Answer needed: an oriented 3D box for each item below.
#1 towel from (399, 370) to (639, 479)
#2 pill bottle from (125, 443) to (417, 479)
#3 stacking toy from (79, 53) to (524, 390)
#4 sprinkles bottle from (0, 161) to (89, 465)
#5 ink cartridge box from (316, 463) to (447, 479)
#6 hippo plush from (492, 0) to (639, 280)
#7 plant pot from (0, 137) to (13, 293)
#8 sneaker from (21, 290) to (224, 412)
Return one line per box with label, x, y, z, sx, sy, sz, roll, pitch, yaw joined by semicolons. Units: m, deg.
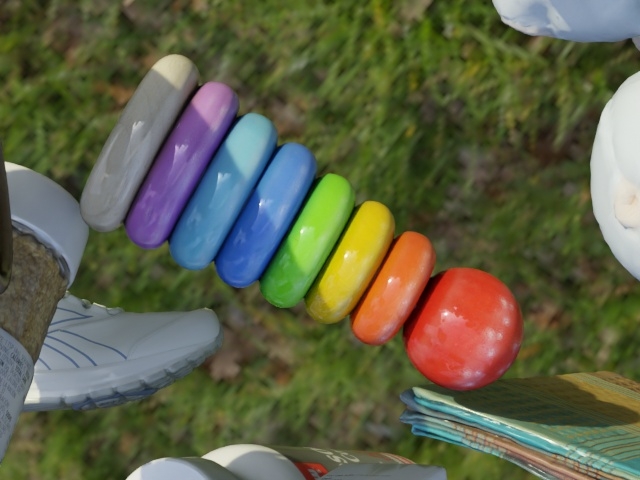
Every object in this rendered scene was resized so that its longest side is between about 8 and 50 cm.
towel;0.264;0.167;1.467;0.271;0.370;0.040;20;100;32
pill bottle;-0.035;0.317;1.885;0.210;0.210;0.363;3;175;39
stacking toy;0.000;0.000;1.322;0.330;0.141;0.141;28;144;-2
sprinkles bottle;-0.268;0.114;1.281;0.121;0.355;0.121;11;146;7
ink cartridge box;0.011;0.322;1.516;0.117;0.278;0.201;-6;100;34
hippo plush;0.221;-0.088;0.797;0.294;0.236;0.234;-21;155;25
plant pot;-0.320;-0.074;1.096;0.229;0.263;0.263;-11;134;-4
sneaker;-0.227;0.082;1.497;0.111;0.297;0.129;122;139;-77
